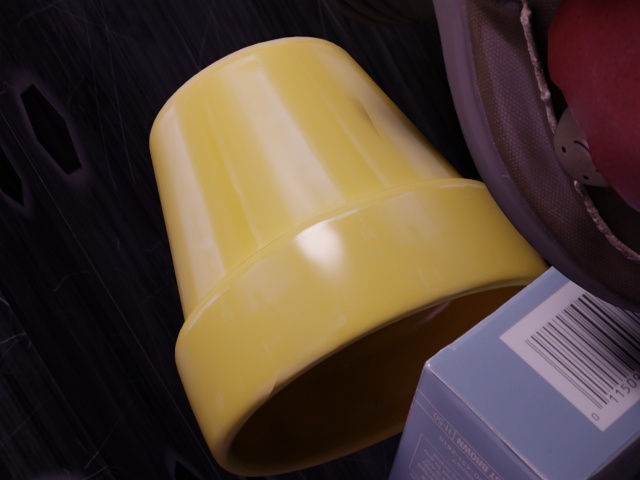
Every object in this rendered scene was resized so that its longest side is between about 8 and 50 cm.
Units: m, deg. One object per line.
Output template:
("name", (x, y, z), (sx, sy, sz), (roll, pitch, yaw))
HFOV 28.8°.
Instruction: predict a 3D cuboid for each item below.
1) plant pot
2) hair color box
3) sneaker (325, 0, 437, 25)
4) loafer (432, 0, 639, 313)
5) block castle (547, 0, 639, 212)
("plant pot", (0.000, 0.000, 0.864), (0.239, 0.254, 0.254), (64, 158, 24))
("hair color box", (0.140, 0.162, 0.841), (0.113, 0.185, 0.374), (44, 151, 23))
("sneaker", (0.009, -0.241, 0.700), (0.147, 0.104, 0.295), (-6, 119, 55))
("loafer", (0.128, -0.126, 0.596), (0.130, 0.134, 0.366), (-6, 115, 61))
("block castle", (0.083, -0.250, 0.353), (0.453, 0.303, 0.213), (55, 147, 2))
